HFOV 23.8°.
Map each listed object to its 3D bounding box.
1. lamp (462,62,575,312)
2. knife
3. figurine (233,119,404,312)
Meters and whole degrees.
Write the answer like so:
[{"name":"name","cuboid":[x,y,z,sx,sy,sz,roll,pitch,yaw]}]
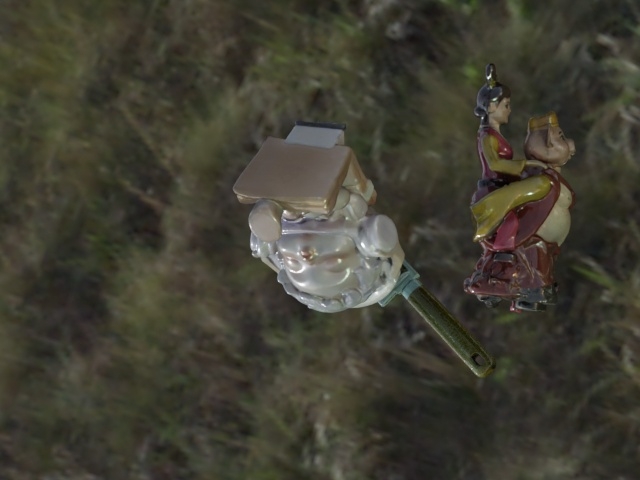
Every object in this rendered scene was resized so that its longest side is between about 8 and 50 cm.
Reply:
[{"name":"lamp","cuboid":[0.209,-0.053,1.580,0.118,0.118,0.253,0,84,55]},{"name":"knife","cuboid":[0.089,0.051,1.874,0.061,0.027,0.343,-44,63,4]},{"name":"figurine","cuboid":[0.001,-0.003,1.549,0.163,0.236,0.141,7,54,20]}]
